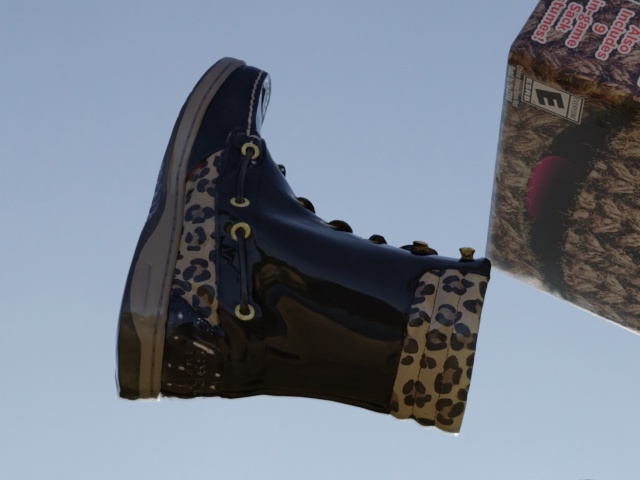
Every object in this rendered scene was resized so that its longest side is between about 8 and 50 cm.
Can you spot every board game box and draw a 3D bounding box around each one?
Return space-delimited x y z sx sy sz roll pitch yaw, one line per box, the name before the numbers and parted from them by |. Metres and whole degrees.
board game box | 0.260 -0.035 0.852 0.291 0.141 0.232 24 -27 17

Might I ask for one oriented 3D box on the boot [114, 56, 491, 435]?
boot | 0.000 0.002 0.778 0.179 0.236 0.085 9 -45 3
